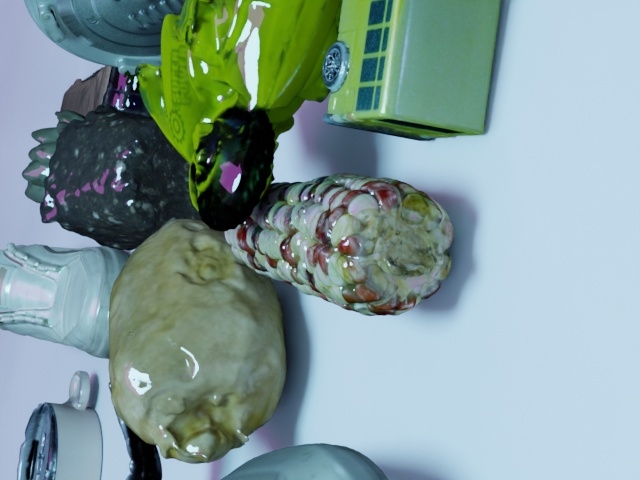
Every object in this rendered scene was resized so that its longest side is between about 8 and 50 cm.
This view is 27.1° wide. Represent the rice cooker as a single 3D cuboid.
[{"bbox_3d":[-0.168,-0.300,1.227,0.280,0.241,0.227,-25,56,17],"label":"rice cooker"}]

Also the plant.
[{"bbox_3d":[-0.197,-0.059,1.286,0.194,0.132,0.129,7,76,46],"label":"plant"}]

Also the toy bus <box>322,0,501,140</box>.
[{"bbox_3d":[0.065,-0.155,0.851,0.101,0.088,0.175,8,91,64],"label":"toy bus"}]

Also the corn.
[{"bbox_3d":[0.000,0.000,0.921,0.280,0.092,0.092,-175,95,-66],"label":"corn"}]

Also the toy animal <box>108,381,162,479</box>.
[{"bbox_3d":[-0.178,0.256,1.105,0.197,0.160,0.272,124,138,-82],"label":"toy animal"}]

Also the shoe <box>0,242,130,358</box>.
[{"bbox_3d":[-0.318,0.058,1.499,0.316,0.159,0.124,177,103,-67],"label":"shoe"}]

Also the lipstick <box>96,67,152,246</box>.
[{"bbox_3d":[-0.196,-0.141,1.401,0.081,0.081,0.299,24,104,64],"label":"lipstick"}]

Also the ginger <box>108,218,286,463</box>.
[{"bbox_3d":[-0.100,0.073,1.058,0.267,0.138,0.152,-111,17,-66],"label":"ginger"}]

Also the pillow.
[{"bbox_3d":[-0.297,-0.150,1.680,0.211,0.034,0.135,-2,76,63],"label":"pillow"}]

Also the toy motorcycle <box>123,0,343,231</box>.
[{"bbox_3d":[-0.036,-0.178,0.976,0.206,0.142,0.342,25,97,59],"label":"toy motorcycle"}]

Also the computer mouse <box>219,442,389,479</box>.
[{"bbox_3d":[-0.014,0.233,0.864,0.331,0.095,0.197,155,123,-70],"label":"computer mouse"}]

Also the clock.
[{"bbox_3d":[-0.297,0.258,1.486,0.155,0.063,0.229,4,83,64],"label":"clock"}]
